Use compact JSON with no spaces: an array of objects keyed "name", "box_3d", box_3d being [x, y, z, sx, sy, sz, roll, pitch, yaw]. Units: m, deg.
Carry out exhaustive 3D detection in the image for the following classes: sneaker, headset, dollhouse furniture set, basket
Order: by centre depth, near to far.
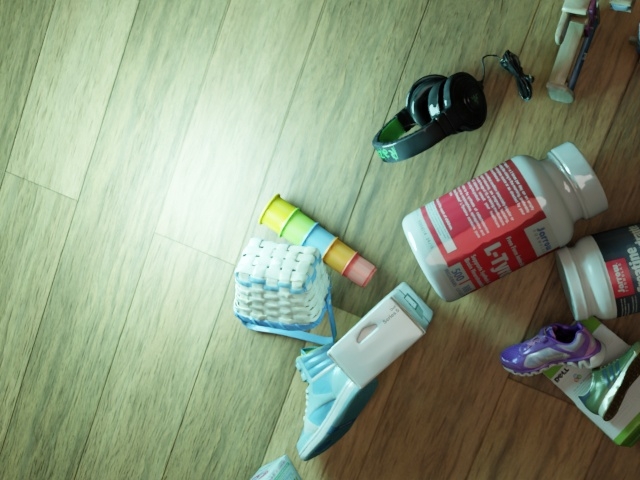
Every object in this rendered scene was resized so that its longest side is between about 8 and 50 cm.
[{"name":"dollhouse furniture set","box_3d":[0.655,-0.380,1.386,0.303,0.286,0.198,20,97,23]},{"name":"sneaker","box_3d":[0.634,0.291,1.448,0.086,0.064,0.192,29,86,52]},{"name":"sneaker","box_3d":[0.517,0.239,1.515,0.236,0.095,0.105,-17,121,34]},{"name":"headset","box_3d":[0.306,-0.292,1.521,0.394,0.243,0.185,-39,109,-5]},{"name":"basket","box_3d":[-0.086,0.141,1.632,0.254,0.201,0.289,9,131,11]},{"name":"sneaker","box_3d":[-0.005,0.391,1.681,0.208,0.127,0.319,45,116,27]}]

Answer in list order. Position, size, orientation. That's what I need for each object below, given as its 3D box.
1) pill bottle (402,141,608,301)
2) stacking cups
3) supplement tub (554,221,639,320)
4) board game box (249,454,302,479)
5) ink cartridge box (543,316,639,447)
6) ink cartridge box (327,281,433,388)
[{"name":"pill bottle","box_3d":[0.410,-0.046,1.490,0.407,0.229,0.229,-29,86,13]},{"name":"stacking cups","box_3d":[0.000,0.000,1.668,0.316,0.096,0.096,32,99,7]},{"name":"supplement tub","box_3d":[0.675,0.064,1.453,0.272,0.191,0.191,-16,89,13]},{"name":"board game box","box_3d":[-0.077,0.722,1.650,0.097,0.224,0.304,-32,85,15]},{"name":"ink cartridge box","box_3d":[0.660,0.313,1.527,0.189,0.097,0.255,-52,49,11]},{"name":"ink cartridge box","box_3d":[0.147,0.213,1.544,0.198,0.273,0.115,-44,83,12]}]
